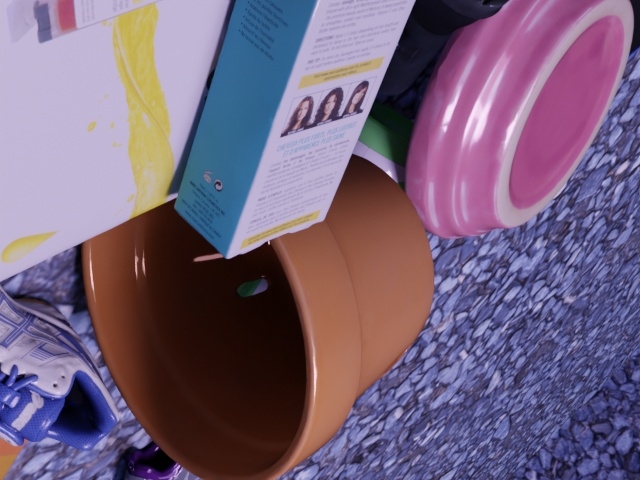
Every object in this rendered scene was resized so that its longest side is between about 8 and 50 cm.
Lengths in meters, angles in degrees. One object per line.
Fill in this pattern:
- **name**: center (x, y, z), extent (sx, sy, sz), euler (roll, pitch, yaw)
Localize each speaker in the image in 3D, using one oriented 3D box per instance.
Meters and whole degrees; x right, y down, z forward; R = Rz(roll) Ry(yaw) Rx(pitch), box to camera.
- **speaker**: center (0.000, 0.000, 1.125), extent (0.131, 0.131, 0.296), euler (3, 124, -57)

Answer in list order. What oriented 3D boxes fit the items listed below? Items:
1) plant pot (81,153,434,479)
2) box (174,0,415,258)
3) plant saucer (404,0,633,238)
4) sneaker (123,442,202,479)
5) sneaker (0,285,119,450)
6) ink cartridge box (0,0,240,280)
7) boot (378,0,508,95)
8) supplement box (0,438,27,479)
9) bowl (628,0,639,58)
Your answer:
- **plant pot**: center (-0.039, 0.039, 0.932), extent (0.203, 0.291, 0.291), euler (-20, 142, -41)
- **box**: center (-0.012, -0.107, 0.680), extent (0.100, 0.060, 0.244), euler (-23, 146, -44)
- **plant saucer**: center (0.211, -0.140, 1.075), extent (0.332, 0.084, 0.332), euler (-41, 148, -32)
- **sneaker**: center (-0.139, 0.255, 1.304), extent (0.224, 0.083, 0.098), euler (-24, 139, -38)
- **sneaker**: center (-0.261, 0.095, 0.862), extent (0.112, 0.131, 0.296), euler (-49, 152, 5)
- **ink cartridge box**: center (-0.167, -0.140, 0.649), extent (0.385, 0.160, 0.279), euler (-29, 150, -34)
- **boot**: center (0.016, -0.229, 0.857), extent (0.094, 0.246, 0.207), euler (-57, -168, -24)
- **supplement box**: center (-0.356, 0.236, 0.965), extent (0.233, 0.080, 0.078), euler (-57, 151, 13)
- **bowl**: center (0.346, -0.342, 1.239), extent (0.391, 0.077, 0.391), euler (-35, 150, -24)
